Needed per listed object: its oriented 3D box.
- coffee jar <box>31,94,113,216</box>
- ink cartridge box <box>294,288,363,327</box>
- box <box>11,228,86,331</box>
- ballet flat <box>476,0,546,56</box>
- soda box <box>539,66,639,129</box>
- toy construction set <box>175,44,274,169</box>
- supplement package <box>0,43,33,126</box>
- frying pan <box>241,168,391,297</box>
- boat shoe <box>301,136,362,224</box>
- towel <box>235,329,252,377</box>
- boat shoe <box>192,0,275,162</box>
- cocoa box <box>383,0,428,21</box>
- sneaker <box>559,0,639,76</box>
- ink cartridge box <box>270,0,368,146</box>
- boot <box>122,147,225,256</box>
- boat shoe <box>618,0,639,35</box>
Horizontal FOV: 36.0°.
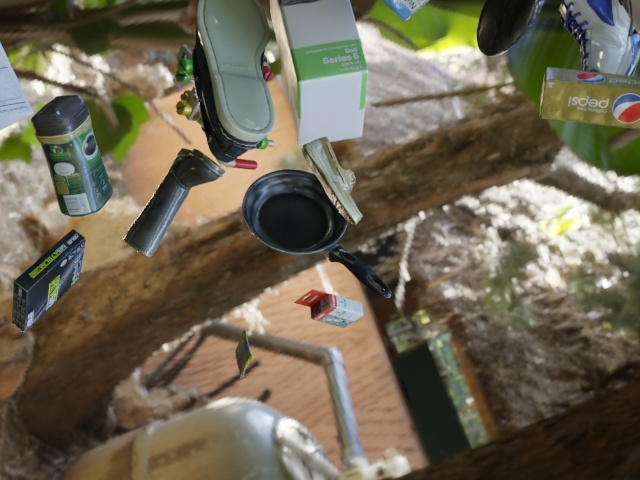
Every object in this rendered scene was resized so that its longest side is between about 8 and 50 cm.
[{"bbox_3d":[-0.400,-0.137,1.590,0.096,0.079,0.184,-68,152,-56],"label":"coffee jar"},{"bbox_3d":[0.015,0.126,1.822,0.115,0.063,0.029,18,52,-32],"label":"ink cartridge box"},{"bbox_3d":[-0.595,0.088,2.155,0.045,0.184,0.191,34,-37,5],"label":"box"},{"bbox_3d":[0.213,-0.254,0.995,0.057,0.049,0.173,50,-45,19],"label":"ballet flat"},{"bbox_3d":[0.408,-0.202,1.410,0.058,0.181,0.061,-66,161,-58],"label":"soda box"},{"bbox_3d":[-0.253,-0.321,2.311,0.237,0.257,0.309,-1,70,-56],"label":"toy construction set"},{"bbox_3d":[-0.726,-0.339,2.025,0.244,0.133,0.139,66,20,-6],"label":"supplement package"},{"bbox_3d":[0.010,-0.021,1.810,0.197,0.326,0.053,-59,171,-37],"label":"frying pan"},{"bbox_3d":[0.025,-0.087,1.391,0.135,0.045,0.050,58,-10,3],"label":"boat shoe"},{"bbox_3d":[-0.149,0.220,1.916,0.083,0.009,0.060,-112,-141,-55],"label":"towel"},{"bbox_3d":[-0.145,-0.264,1.538,0.113,0.127,0.340,-50,-136,44],"label":"boat shoe"},{"bbox_3d":[0.123,-0.545,1.510,0.231,0.228,0.347,39,27,-26],"label":"cocoa box"},{"bbox_3d":[0.539,-0.396,1.926,0.316,0.182,0.127,-66,163,-10],"label":"sneaker"},{"bbox_3d":[-0.008,-0.323,1.605,0.198,0.114,0.273,91,-12,-66],"label":"ink cartridge box"},{"bbox_3d":[-0.272,-0.066,1.798,0.076,0.208,0.189,40,-11,-20],"label":"boot"},{"bbox_3d":[0.464,-0.419,1.440,0.340,0.127,0.158,37,21,-57],"label":"boat shoe"}]
